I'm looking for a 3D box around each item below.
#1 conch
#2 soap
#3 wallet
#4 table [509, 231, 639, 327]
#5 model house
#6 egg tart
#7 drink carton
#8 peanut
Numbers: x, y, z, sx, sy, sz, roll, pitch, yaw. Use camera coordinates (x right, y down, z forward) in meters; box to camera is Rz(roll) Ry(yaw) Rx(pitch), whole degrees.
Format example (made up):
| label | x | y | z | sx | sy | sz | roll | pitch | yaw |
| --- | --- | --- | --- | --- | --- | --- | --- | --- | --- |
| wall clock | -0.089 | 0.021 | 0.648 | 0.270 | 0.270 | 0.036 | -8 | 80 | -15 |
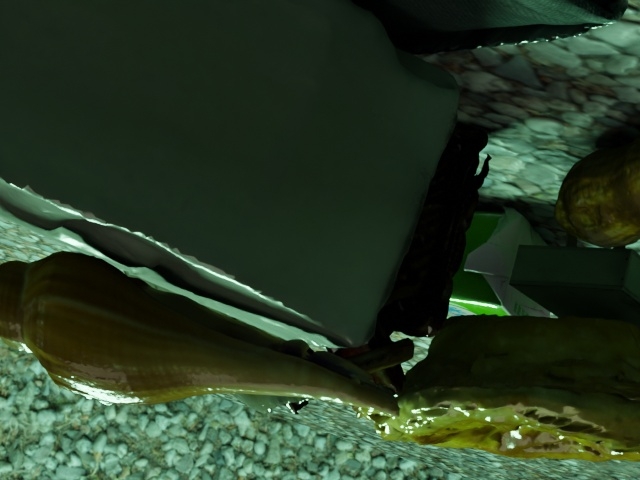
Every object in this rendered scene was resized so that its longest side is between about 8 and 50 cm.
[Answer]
| label | x | y | z | sx | sy | sz | roll | pitch | yaw |
| --- | --- | --- | --- | --- | --- | --- | --- | --- | --- |
| conch | -0.107 | 0.080 | 1.108 | 0.330 | 0.093 | 0.109 | 21 | 175 | 5 |
| soap | -0.142 | -0.097 | 1.130 | 0.435 | 0.213 | 0.350 | 24 | 171 | -14 |
| wallet | 0.016 | -0.195 | 1.027 | 0.237 | 0.075 | 0.342 | 28 | 170 | -24 |
| table | 0.303 | 0.037 | 1.541 | 0.122 | 0.111 | 0.240 | 3 | 160 | 40 |
| model house | 0.000 | 0.000 | 1.495 | 0.297 | 0.282 | 0.317 | 62 | 155 | 0 |
| egg tart | 0.204 | 0.136 | 1.470 | 0.341 | 0.129 | 0.341 | 5 | 172 | 1 |
| drink carton | 0.104 | 0.024 | 1.711 | 0.271 | 0.108 | 0.161 | 7 | 165 | 26 |
| peanut | 0.267 | -0.044 | 1.343 | 0.087 | 0.087 | 0.207 | 21 | 163 | -17 |
